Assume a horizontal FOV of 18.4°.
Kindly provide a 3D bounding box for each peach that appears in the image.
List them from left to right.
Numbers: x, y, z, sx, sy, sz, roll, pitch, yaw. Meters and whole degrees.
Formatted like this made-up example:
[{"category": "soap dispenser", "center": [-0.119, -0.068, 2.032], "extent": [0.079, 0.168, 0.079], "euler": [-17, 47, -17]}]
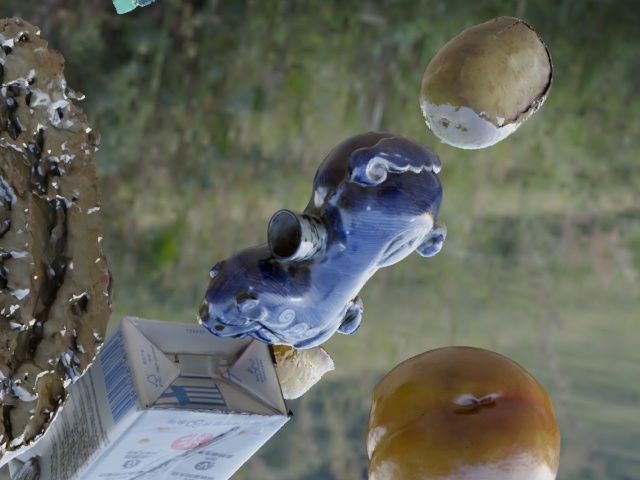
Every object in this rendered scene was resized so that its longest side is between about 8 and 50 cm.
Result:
[{"category": "peach", "center": [0.095, 0.135, 1.307], "extent": [0.138, 0.138, 0.138], "euler": [11, 179, 0]}]

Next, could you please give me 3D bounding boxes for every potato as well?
[{"category": "potato", "center": [0.156, -0.148, 1.854], "extent": [0.080, 0.107, 0.170], "euler": [-29, -169, 44]}]

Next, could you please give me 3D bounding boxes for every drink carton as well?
[{"category": "drink carton", "center": [-0.202, 0.221, 2.267], "extent": [0.194, 0.132, 0.324], "euler": [8, 141, -33]}]

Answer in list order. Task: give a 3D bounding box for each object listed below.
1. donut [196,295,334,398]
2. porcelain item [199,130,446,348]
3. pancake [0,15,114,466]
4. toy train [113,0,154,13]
[{"category": "donut", "center": [-0.077, 0.128, 2.466], "extent": [0.190, 0.075, 0.174], "euler": [35, 170, 10]}, {"category": "porcelain item", "center": [0.000, 0.000, 2.085], "extent": [0.186, 0.288, 0.138], "euler": [5, -134, -48]}, {"category": "pancake", "center": [-0.261, -0.018, 1.320], "extent": [0.071, 0.382, 0.382], "euler": [-6, 171, 29]}, {"category": "toy train", "center": [-0.146, -0.258, 1.718], "extent": [0.099, 0.149, 0.081], "euler": [-17, 143, 18]}]
